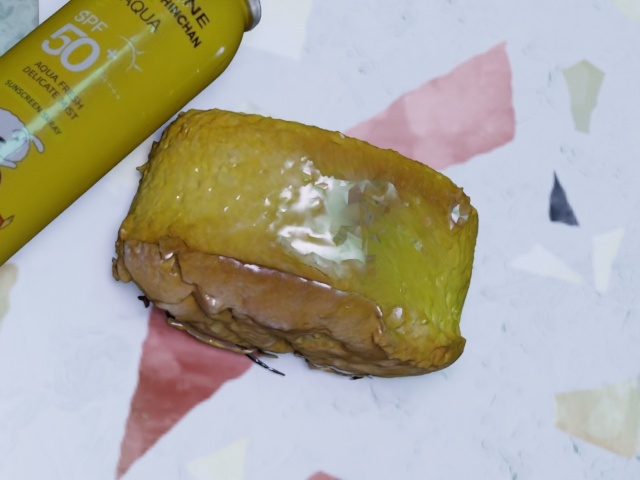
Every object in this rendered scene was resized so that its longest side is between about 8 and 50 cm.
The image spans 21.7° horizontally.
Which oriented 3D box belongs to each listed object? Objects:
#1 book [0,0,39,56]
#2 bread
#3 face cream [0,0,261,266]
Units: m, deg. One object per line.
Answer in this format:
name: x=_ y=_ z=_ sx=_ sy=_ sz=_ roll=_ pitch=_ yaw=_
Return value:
book: x=-0.324 y=-0.301 z=1.125 sx=0.269 sy=0.032 sz=0.389 roll=1 pitch=78 yaw=-22
bread: x=0.003 y=0.004 z=1.116 sx=0.260 sy=0.147 sz=0.160 roll=22 pitch=74 yaw=-14
face cream: x=-0.161 y=-0.092 z=1.091 sx=0.348 sy=0.105 sz=0.105 roll=-43 pitch=94 yaw=-22
